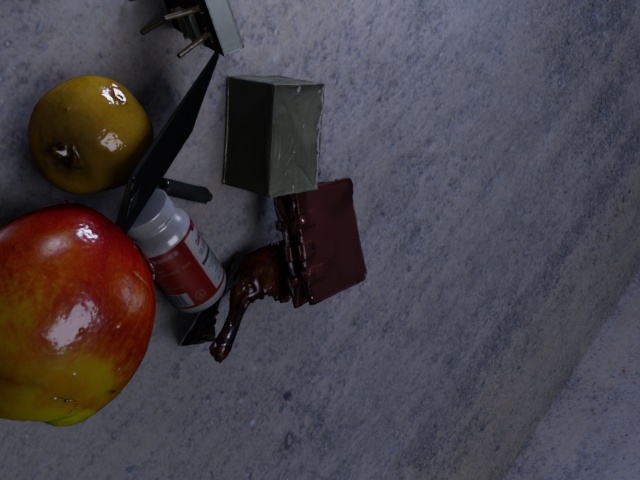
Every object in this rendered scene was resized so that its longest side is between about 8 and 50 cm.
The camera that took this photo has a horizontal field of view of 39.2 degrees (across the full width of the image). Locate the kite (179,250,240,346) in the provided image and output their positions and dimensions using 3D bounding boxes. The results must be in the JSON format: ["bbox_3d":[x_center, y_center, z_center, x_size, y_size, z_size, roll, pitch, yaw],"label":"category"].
[{"bbox_3d":[-0.228,0.148,1.867,0.016,0.321,0.234,33,120,-13],"label":"kite"}]

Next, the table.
[{"bbox_3d":[-0.248,-0.400,1.588,0.111,0.240,0.122,-30,125,-17],"label":"table"}]

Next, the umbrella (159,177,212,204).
[{"bbox_3d":[-0.272,-0.100,1.813,0.133,0.031,0.036,14,95,-50],"label":"umbrella"}]

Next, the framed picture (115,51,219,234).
[{"bbox_3d":[-0.278,-0.160,1.601,0.339,0.014,0.255,-65,-175,-35],"label":"framed picture"}]

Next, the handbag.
[{"bbox_3d":[0.001,0.000,2.022,0.275,0.084,0.260,-21,104,-60],"label":"handbag"}]

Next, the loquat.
[{"bbox_3d":[-0.388,-0.176,1.523,0.208,0.208,0.208,-19,117,-43],"label":"loquat"}]

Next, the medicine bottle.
[{"bbox_3d":[-0.288,0.023,1.760,0.131,0.131,0.250,-50,135,-24],"label":"medicine bottle"}]

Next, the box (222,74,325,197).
[{"bbox_3d":[-0.097,-0.222,1.872,0.155,0.149,0.231,-10,111,-45],"label":"box"}]

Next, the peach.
[{"bbox_3d":[-0.444,0.118,1.471,0.370,0.370,0.370,-19,117,-43],"label":"peach"}]

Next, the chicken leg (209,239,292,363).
[{"bbox_3d":[-0.135,0.104,1.959,0.407,0.095,0.158,-47,123,-46],"label":"chicken leg"}]
